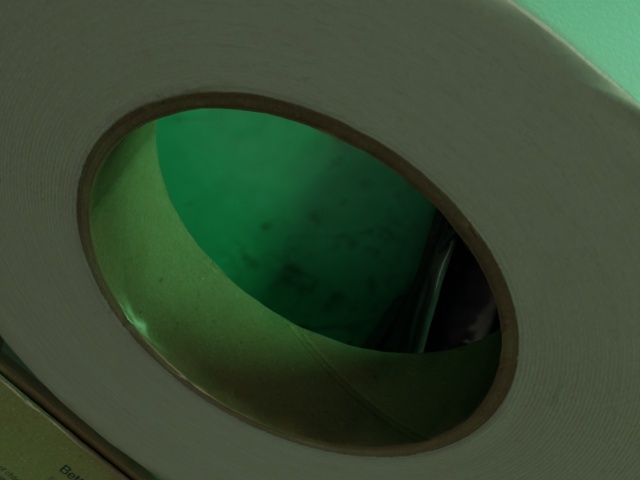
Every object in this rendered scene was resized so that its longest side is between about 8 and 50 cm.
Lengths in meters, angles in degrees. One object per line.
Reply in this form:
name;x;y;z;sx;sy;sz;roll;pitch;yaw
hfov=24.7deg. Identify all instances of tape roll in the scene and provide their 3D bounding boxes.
tape roll;0.000;0.000;0.653;0.392;0.072;0.392;17;136;17

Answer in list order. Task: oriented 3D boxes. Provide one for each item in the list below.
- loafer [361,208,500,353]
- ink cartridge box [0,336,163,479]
loafer;0.102;0.021;0.798;0.109;0.095;0.303;18;114;-13
ink cartridge box;-0.182;0.162;0.854;0.193;0.088;0.234;-40;113;14
